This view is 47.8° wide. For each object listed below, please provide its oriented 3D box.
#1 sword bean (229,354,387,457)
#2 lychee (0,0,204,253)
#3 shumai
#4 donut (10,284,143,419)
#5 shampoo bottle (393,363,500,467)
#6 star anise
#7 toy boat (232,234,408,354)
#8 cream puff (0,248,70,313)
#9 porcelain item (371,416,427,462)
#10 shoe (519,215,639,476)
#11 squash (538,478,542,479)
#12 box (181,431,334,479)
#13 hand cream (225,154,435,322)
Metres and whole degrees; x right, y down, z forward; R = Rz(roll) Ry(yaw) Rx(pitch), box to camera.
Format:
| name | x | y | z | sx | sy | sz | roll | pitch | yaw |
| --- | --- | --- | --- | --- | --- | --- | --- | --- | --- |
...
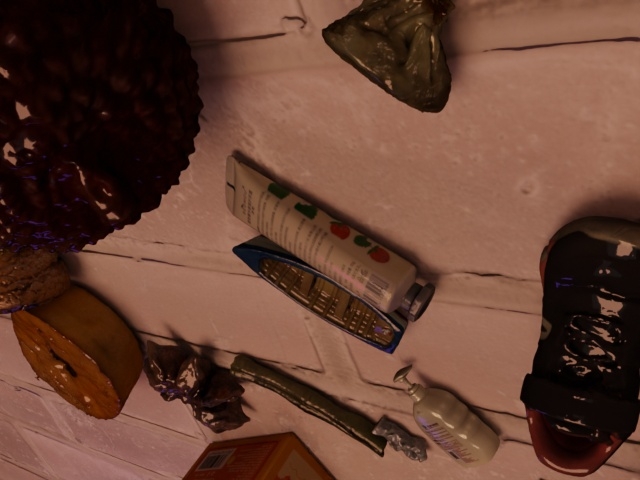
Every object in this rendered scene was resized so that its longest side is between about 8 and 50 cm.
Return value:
| name | x | y | z | sx | sy | sz | roll | pitch | yaw |
| --- | --- | --- | --- | --- | --- | --- | --- | --- | --- |
| sword bean | -0.020 | 0.236 | 1.062 | 0.269 | 0.038 | 0.043 | 24 | 114 | 19 |
| lychee | -0.272 | -0.139 | 0.697 | 0.330 | 0.306 | 0.306 | 49 | 147 | 25 |
| shumai | 0.068 | -0.164 | 0.574 | 0.087 | 0.123 | 0.099 | -54 | 53 | 17 |
| donut | -0.429 | 0.191 | 1.288 | 0.277 | 0.108 | 0.278 | 22 | 139 | 21 |
| shampoo bottle | 0.147 | 0.216 | 0.898 | 0.152 | 0.045 | 0.077 | 42 | 144 | -5 |
| star anise | -0.206 | 0.237 | 1.182 | 0.212 | 0.073 | 0.197 | 31 | 143 | 8 |
| toy boat | 0.000 | 0.055 | 0.860 | 0.228 | 0.046 | 0.080 | 30 | 141 | 13 |
| cream puff | -0.504 | 0.015 | 1.161 | 0.183 | 0.183 | 0.169 | 9 | 109 | 33 |
| porcelain item | 0.112 | 0.277 | 0.999 | 0.083 | 0.028 | 0.036 | 31 | 138 | 9 |
| shoe | 0.234 | 0.107 | 0.648 | 0.114 | 0.137 | 0.291 | 15 | 134 | 27 |
| squash | 0.308 | 0.463 | 0.925 | 0.204 | 0.155 | 0.237 | 25 | 141 | 14 |
| box | -0.102 | 0.505 | 1.248 | 0.260 | 0.214 | 0.283 | 52 | 140 | -12 |
| hand cream | 0.000 | 0.000 | 0.806 | 0.276 | 0.059 | 0.095 | 32 | 143 | 18 |
